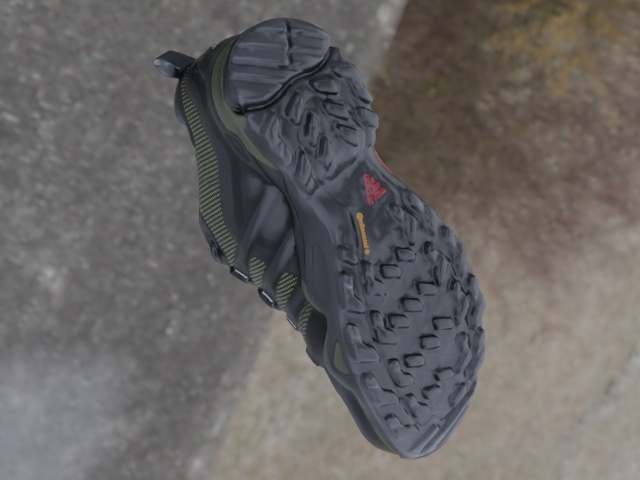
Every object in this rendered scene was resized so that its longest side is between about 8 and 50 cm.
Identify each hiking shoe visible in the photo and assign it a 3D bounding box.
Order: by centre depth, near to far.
[{"bbox_3d":[0.000,0.000,0.859,0.086,0.114,0.227,-31,107,-27],"label":"hiking shoe"}]
